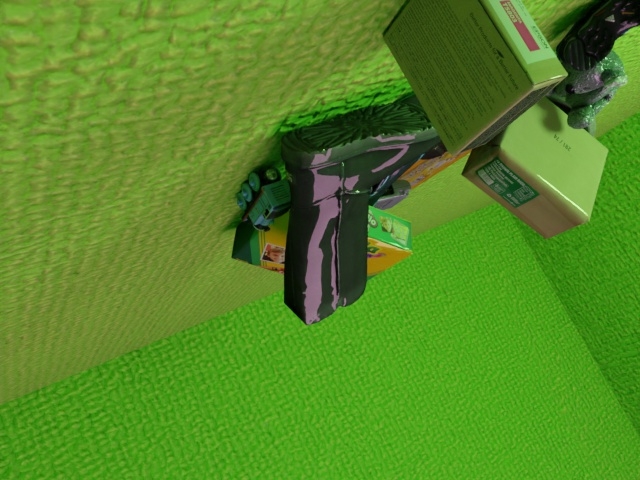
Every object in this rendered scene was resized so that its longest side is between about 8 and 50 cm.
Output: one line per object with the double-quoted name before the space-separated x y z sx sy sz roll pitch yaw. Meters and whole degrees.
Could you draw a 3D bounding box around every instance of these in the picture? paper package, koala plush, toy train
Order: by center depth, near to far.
"toy train" -0.125 -0.087 1.318 0.080 0.105 0.184 -21 168 -30
"koala plush" 0.672 -0.423 1.495 0.203 0.196 0.221 -41 166 11
"paper package" 0.599 -0.216 1.649 0.168 0.324 0.310 -41 -165 55

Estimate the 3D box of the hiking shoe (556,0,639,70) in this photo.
"hiking shoe" 0.652 -0.504 1.317 0.304 0.113 0.132 -36 -162 12

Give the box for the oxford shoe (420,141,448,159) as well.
"oxford shoe" 0.351 -0.276 1.570 0.212 0.076 0.076 -9 160 22

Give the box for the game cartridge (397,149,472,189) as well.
"game cartridge" 0.310 -0.239 1.815 0.285 0.053 0.323 -33 169 30

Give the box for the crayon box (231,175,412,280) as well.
"crayon box" 0.000 0.000 1.543 0.362 0.106 0.313 19 149 -24

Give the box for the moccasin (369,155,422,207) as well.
"moccasin" 0.110 -0.169 1.520 0.342 0.138 0.116 -48 157 24

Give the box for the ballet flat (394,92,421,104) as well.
"ballet flat" 0.254 -0.306 1.295 0.203 0.074 0.074 -27 170 0

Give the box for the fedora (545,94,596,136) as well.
"fedora" 0.719 -0.380 1.813 0.124 0.243 0.275 -54 170 -21

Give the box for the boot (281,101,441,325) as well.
"boot" 0.090 -0.050 1.295 0.366 0.146 0.445 -15 128 -18

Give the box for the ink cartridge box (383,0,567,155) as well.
"ink cartridge box" 0.219 -0.277 0.890 0.088 0.235 0.193 -21 169 -31

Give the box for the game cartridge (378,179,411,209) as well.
"game cartridge" 0.099 -0.108 1.766 0.297 0.062 0.198 -13 176 -17
